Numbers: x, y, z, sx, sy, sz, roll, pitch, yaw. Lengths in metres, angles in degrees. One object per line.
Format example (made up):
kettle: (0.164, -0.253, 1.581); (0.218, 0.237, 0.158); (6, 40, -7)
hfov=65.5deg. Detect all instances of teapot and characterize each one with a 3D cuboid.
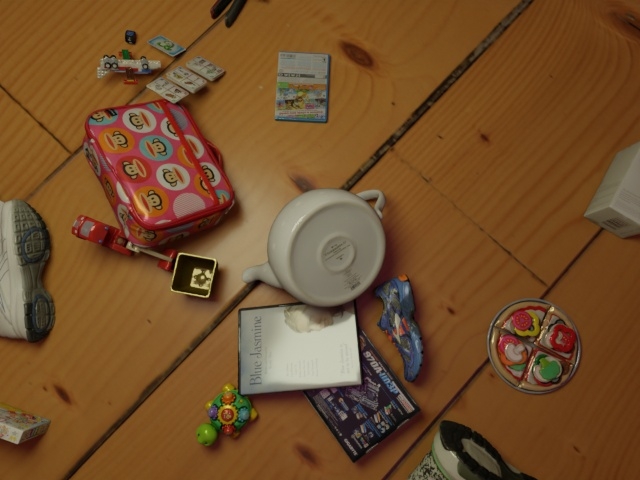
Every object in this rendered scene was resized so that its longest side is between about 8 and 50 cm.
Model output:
teapot: (0.000, 0.000, 1.017); (0.256, 0.187, 0.252); (10, 100, -26)

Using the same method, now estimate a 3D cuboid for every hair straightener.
hair straightener: (-0.158, -0.593, 1.176); (0.089, 0.047, 0.230); (35, 78, 4)

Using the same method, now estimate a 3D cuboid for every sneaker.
sneaker: (-0.636, 0.063, 1.018); (0.130, 0.111, 0.296); (-3, 88, 6)
sneaker: (0.165, 0.186, 1.044); (0.087, 0.083, 0.221); (-11, 76, 11)
sneaker: (0.343, 0.541, 0.979); (0.410, 0.158, 0.182); (42, 114, 3)

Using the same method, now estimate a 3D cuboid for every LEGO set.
LEGO set: (-0.369, -0.386, 1.118); (0.244, 0.060, 0.182); (31, 49, 7)

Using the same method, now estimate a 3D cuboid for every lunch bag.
lunch bag: (-0.318, -0.147, 1.032); (0.258, 0.120, 0.293); (-23, 76, -38)

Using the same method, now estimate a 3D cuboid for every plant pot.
plant pot: (-0.257, 0.075, 1.042); (0.081, 0.083, 0.081); (10, 82, 0)

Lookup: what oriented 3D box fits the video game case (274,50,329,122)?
video game case: (-0.042, -0.355, 1.150); (0.119, 0.015, 0.166); (3, 81, -1)

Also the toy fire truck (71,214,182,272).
toy fire truck: (-0.391, 0.009, 1.023); (0.135, 0.192, 0.047); (16, 81, 30)

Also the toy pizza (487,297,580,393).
toy pizza: (0.457, 0.223, 1.058); (0.202, 0.032, 0.201); (0, 81, -1)

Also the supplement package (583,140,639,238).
supplement package: (0.680, -0.110, 1.079); (0.105, 0.105, 0.179); (31, 82, 4)

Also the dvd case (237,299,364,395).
dvd case: (-0.045, 0.214, 1.016); (0.253, 0.022, 0.180); (-7, 66, 7)

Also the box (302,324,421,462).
box: (0.070, 0.310, 1.027); (0.175, 0.051, 0.220); (-37, 83, -6)

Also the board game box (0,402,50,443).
board game box: (-0.633, 0.352, 0.981); (0.154, 0.103, 0.026); (19, 81, 1)

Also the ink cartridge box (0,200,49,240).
ink cartridge box: (-0.753, -0.029, 1.053); (0.255, 0.097, 0.188); (39, 80, -30)

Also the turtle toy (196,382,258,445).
turtle toy: (-0.195, 0.359, 1.007); (0.130, 0.066, 0.095); (-44, 84, -7)
